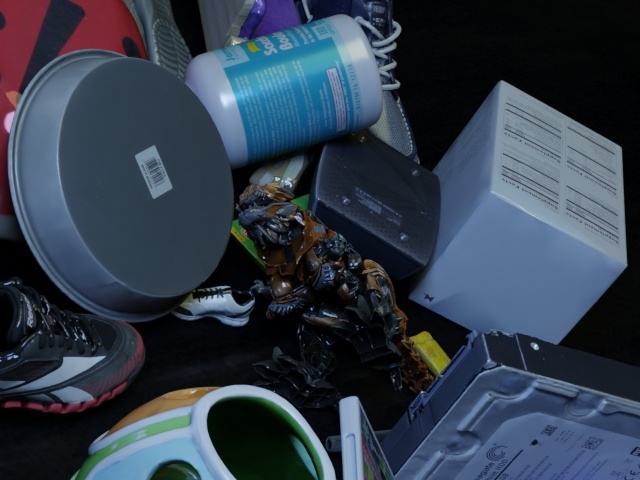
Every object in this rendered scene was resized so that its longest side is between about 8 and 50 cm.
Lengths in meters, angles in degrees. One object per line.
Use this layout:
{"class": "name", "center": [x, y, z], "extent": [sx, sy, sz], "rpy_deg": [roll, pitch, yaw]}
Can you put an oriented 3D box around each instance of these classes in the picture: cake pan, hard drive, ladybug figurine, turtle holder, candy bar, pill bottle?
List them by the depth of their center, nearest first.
{"class": "turtle holder", "center": [-0.087, 0.270, 1.259], "extent": [0.243, 0.227, 0.320], "rpy_deg": [14, 40, -27]}
{"class": "cake pan", "center": [-0.194, -0.062, 1.540], "extent": [0.293, 0.054, 0.293], "rpy_deg": [19, 65, -48]}
{"class": "hard drive", "center": [0.254, 0.221, 1.581], "extent": [0.338, 0.237, 0.064], "rpy_deg": [17, 38, -23]}
{"class": "ladybug figurine", "center": [-0.320, -0.177, 1.655], "extent": [0.305, 0.162, 0.449], "rpy_deg": [23, 37, -15]}
{"class": "candy bar", "center": [0.157, 0.170, 1.751], "extent": [0.040, 0.018, 0.161], "rpy_deg": [-12, 56, -41]}
{"class": "pill bottle", "center": [-0.067, -0.174, 1.806], "extent": [0.264, 0.146, 0.146], "rpy_deg": [-18, 55, -13]}
{"class": "hard drive", "center": [0.065, -0.052, 1.837], "extent": [0.172, 0.054, 0.255], "rpy_deg": [32, 27, -8]}

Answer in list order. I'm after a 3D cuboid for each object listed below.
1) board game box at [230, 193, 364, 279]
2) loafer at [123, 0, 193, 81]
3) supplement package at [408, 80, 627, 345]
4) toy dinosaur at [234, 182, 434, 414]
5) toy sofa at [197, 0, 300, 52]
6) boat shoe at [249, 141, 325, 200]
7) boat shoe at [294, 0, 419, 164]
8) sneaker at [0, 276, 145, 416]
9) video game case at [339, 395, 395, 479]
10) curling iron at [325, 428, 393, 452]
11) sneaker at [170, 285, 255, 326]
{"class": "board game box", "center": [0.000, 0.000, 1.812], "extent": [0.124, 0.039, 0.259], "rpy_deg": [46, 34, 18]}
{"class": "loafer", "center": [-0.230, -0.257, 1.903], "extent": [0.094, 0.087, 0.251], "rpy_deg": [30, 37, -53]}
{"class": "supplement package", "center": [0.254, -0.025, 1.899], "extent": [0.198, 0.199, 0.263], "rpy_deg": [27, 36, -11]}
{"class": "toy dinosaur", "center": [0.031, 0.071, 1.646], "extent": [0.322, 0.164, 0.218], "rpy_deg": [26, 32, -11]}
{"class": "toy sofa", "center": [-0.088, -0.338, 2.017], "extent": [0.150, 0.177, 0.363], "rpy_deg": [14, 39, -26]}
{"class": "boat shoe", "center": [-0.039, -0.118, 1.898], "extent": [0.072, 0.068, 0.190], "rpy_deg": [23, 35, 5]}
{"class": "boat shoe", "center": [0.058, -0.238, 2.029], "extent": [0.127, 0.158, 0.341], "rpy_deg": [-4, 49, -41]}
{"class": "sneaker", "center": [-0.270, 0.100, 1.396], "extent": [0.276, 0.135, 0.098], "rpy_deg": [-2, 47, -42]}
{"class": "video game case", "center": [0.059, 0.281, 1.426], "extent": [0.183, 0.023, 0.201], "rpy_deg": [-92, 163, -49]}
{"class": "curling iron", "center": [0.121, 0.210, 1.654], "extent": [0.274, 0.035, 0.068], "rpy_deg": [-7, 71, -32]}
{"class": "sneaker", "center": [-0.122, 0.064, 1.633], "extent": [0.109, 0.044, 0.040], "rpy_deg": [8, 45, -29]}
